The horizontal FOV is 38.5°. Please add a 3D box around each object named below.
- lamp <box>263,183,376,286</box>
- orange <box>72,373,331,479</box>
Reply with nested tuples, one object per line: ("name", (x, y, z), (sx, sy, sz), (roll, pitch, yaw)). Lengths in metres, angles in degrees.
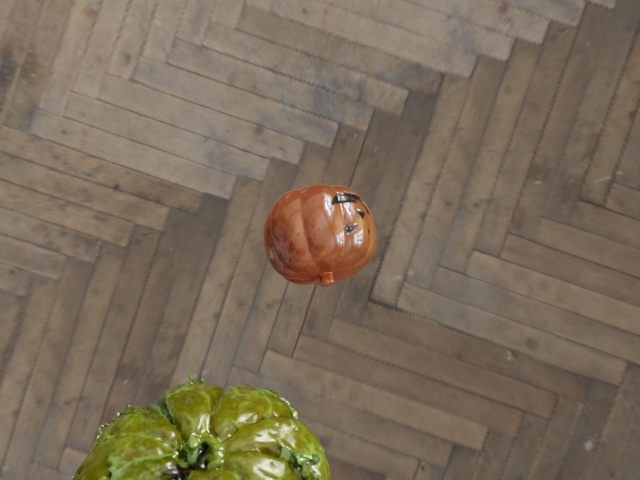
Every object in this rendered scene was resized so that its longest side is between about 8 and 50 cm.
("lamp", (0.000, 0.000, 1.514), (0.188, 0.187, 0.163), (-10, 66, 2))
("orange", (-0.134, 0.308, 1.040), (0.301, 0.300, 0.223), (-21, 128, -24))
